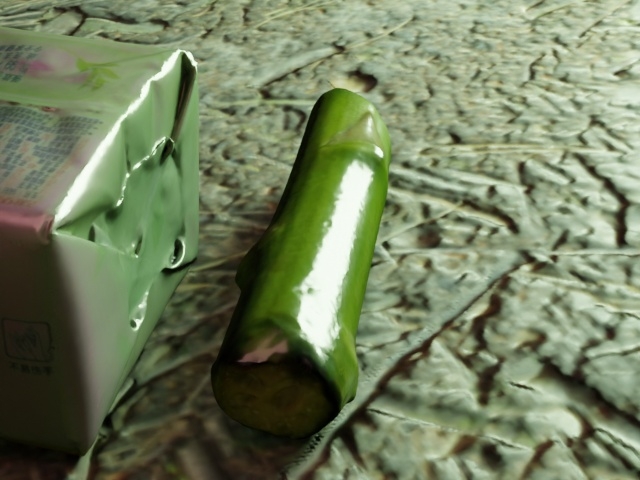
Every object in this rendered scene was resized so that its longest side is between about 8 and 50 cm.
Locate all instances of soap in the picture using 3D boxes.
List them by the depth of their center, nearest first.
[{"bbox_3d":[-0.177,-0.011,0.707,0.199,0.138,0.182,9,33,11],"label":"soap"}]

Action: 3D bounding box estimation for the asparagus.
[{"bbox_3d":[0.000,0.002,0.741,0.067,0.060,0.278,-19,26,23],"label":"asparagus"}]
